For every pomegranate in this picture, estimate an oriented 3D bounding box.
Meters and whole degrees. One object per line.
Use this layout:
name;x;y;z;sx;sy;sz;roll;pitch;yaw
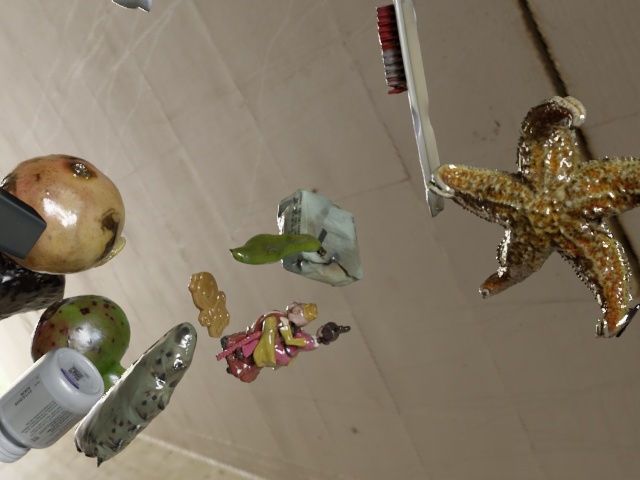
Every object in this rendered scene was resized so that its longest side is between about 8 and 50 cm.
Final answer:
pomegranate;-0.551;0.264;1.843;0.306;0.242;0.242;29;-24;-18
pomegranate;-0.624;-0.060;1.791;0.322;0.322;0.322;35;-33;26

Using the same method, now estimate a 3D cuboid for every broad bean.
broad bean;-0.089;0.017;1.781;0.067;0.325;0.075;-12;-95;45

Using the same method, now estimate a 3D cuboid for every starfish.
starfish;0.289;-0.017;0.929;0.312;0.113;0.303;-45;-107;38

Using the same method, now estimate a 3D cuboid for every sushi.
sushi;-0.844;0.066;2.005;0.299;0.294;0.281;51;-37;36

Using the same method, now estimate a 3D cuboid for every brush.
brush;0.133;-0.192;1.098;0.050;0.060;0.321;-7;-77;27

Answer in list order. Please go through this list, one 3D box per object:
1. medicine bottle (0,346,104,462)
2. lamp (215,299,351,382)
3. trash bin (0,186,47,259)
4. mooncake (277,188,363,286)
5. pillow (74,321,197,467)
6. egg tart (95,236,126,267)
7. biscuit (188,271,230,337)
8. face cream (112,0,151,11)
medicine bottle;-0.518;0.310;1.381;0.135;0.215;0.135;47;9;-10
lamp;-0.070;0.180;1.425;0.253;0.118;0.118;-31;-80;21
trash bin;-0.681;-0.068;1.492;0.225;0.115;0.165;35;-4;-38
mooncake;-0.004;0.001;2.091;0.136;0.254;0.250;-23;-32;38
pillow;-0.224;0.198;0.893;0.051;0.241;0.093;34;23;-32
egg tart;-0.599;0.021;2.066;0.128;0.129;0.049;6;-45;52
biscuit;-0.279;0.159;1.912;0.027;0.133;0.184;-7;-75;25
face cream;-0.355;-0.564;1.415;0.145;0.145;0.370;90;-3;-51
